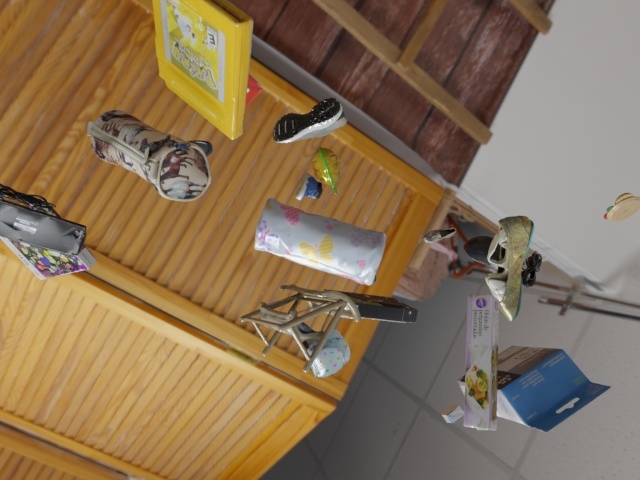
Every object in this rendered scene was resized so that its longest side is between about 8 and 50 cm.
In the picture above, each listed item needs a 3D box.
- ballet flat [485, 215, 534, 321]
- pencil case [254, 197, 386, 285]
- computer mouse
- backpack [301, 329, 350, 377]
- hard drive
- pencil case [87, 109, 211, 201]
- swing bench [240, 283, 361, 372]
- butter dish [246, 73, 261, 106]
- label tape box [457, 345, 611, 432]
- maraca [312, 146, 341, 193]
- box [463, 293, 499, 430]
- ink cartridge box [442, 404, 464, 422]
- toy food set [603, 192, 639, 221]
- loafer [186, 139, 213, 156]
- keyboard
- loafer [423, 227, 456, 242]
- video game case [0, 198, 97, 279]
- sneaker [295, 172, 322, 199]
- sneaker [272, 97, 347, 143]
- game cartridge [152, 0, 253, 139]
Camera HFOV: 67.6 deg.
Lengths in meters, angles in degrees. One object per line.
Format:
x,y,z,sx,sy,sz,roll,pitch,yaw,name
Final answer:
0.576,0.088,1.496,0.123,0.123,0.349,-102,-167,-69,ballet flat
0.000,0.000,0.986,0.124,0.272,0.114,-79,-174,-66,pencil case
0.649,0.046,1.703,0.188,0.272,0.072,-43,149,-43,computer mouse
0.033,0.479,2.039,0.188,0.166,0.144,-25,-160,-17,backpack
0.198,0.271,1.975,0.237,0.338,0.064,-161,-98,-71,hard drive
-0.489,-0.246,1.332,0.410,0.183,0.160,27,-87,35,pencil case
-0.061,0.235,1.463,0.254,0.165,0.253,-39,-159,-30,swing bench
-0.268,-0.467,1.401,0.160,0.159,0.118,-35,-149,31,butter dish
0.587,0.402,1.355,0.240,0.106,0.333,-25,178,-18,label tape box
0.028,-0.245,1.680,0.099,0.186,0.127,-17,-138,8,maraca
0.400,0.298,1.185,0.063,0.067,0.324,-5,-112,34,box
0.387,0.509,1.402,0.048,0.028,0.083,-34,165,-12,ink cartridge box
0.704,-0.075,1.112,0.083,0.083,0.020,-58,-144,40,toy food set
-0.486,-0.303,1.657,0.078,0.223,0.076,-104,-176,-83,loafer
-0.504,-0.042,0.827,0.100,0.192,0.038,-54,-147,23,keyboard
0.433,-0.024,1.729,0.039,0.125,0.045,127,-54,-68,loafer
-0.732,0.003,1.254,0.231,0.210,0.042,-10,-146,29,video game case
-0.033,-0.171,1.648,0.058,0.084,0.152,-48,-164,28,sneaker
-0.037,-0.370,1.569,0.271,0.108,0.101,-12,-112,26,sneaker
-0.282,-0.433,1.111,0.052,0.285,0.324,-41,163,-33,game cartridge
